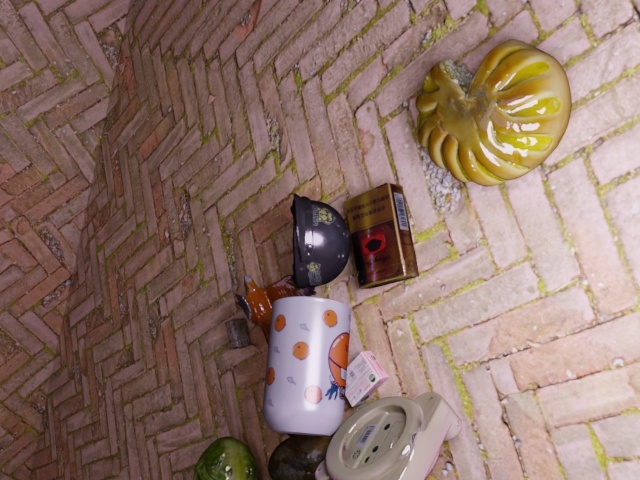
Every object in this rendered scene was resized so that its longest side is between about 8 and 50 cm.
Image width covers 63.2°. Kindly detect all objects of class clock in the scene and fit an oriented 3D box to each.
[{"bbox_3d":[0.140,0.473,1.169,0.114,0.284,0.309,49,144,-11],"label":"clock"}]

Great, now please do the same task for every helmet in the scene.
[{"bbox_3d":[0.000,0.000,1.371,0.279,0.160,0.231,95,174,-52],"label":"helmet"}]

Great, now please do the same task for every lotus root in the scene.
[{"bbox_3d":[-0.031,0.597,1.396,0.274,0.151,0.160,-38,68,37],"label":"lotus root"}]

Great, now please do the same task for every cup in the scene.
[{"bbox_3d":[-0.036,0.324,1.324,0.212,0.212,0.318,-16,60,42],"label":"cup"}]

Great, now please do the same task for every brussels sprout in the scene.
[{"bbox_3d":[-0.296,0.733,1.646,0.223,0.161,0.223,-11,64,24],"label":"brussels sprout"}]

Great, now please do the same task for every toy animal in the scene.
[{"bbox_3d":[-0.150,0.247,1.589,0.302,0.224,0.285,13,117,56],"label":"toy animal"}]

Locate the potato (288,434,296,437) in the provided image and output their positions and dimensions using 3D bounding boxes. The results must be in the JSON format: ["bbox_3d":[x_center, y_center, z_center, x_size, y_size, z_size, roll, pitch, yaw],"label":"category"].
[{"bbox_3d":[-0.041,0.502,1.466,0.103,0.066,0.096,-34,26,43],"label":"potato"}]

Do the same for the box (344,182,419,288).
[{"bbox_3d":[0.151,-0.008,1.322,0.159,0.071,0.240,-18,74,40],"label":"box"}]

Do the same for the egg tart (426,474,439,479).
[{"bbox_3d":[0.230,0.662,1.159,0.318,0.128,0.319,-3,86,42],"label":"egg tart"}]

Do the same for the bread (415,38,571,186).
[{"bbox_3d":[0.343,-0.266,1.091,0.332,0.160,0.333,-2,87,45],"label":"bread"}]

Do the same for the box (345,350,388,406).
[{"bbox_3d":[0.107,0.358,1.354,0.125,0.043,0.089,-53,54,28],"label":"box"}]

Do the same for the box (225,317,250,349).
[{"bbox_3d":[-0.272,0.306,1.710,0.045,0.062,0.098,-30,66,37],"label":"box"}]
